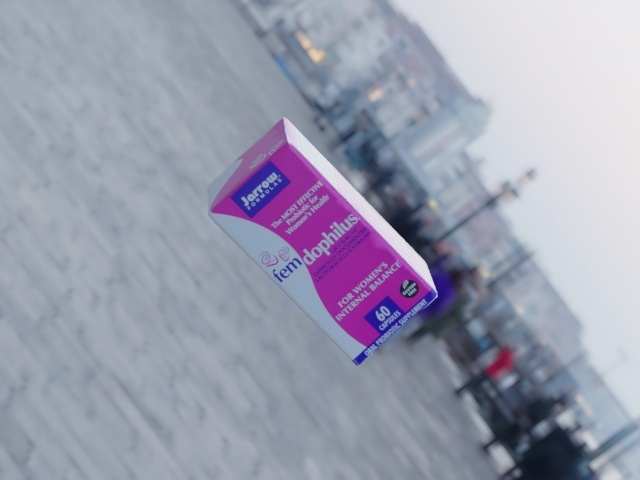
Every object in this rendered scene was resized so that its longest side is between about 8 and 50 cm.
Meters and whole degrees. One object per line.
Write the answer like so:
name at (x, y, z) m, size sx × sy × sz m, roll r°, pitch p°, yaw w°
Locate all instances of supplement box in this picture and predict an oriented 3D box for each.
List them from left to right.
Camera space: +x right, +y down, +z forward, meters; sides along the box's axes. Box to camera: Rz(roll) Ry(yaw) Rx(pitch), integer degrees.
supplement box at (0.000, 0.000, 1.780) m, size 0.220 × 0.111 × 0.114 m, roll 45°, pitch 9°, yaw -13°
